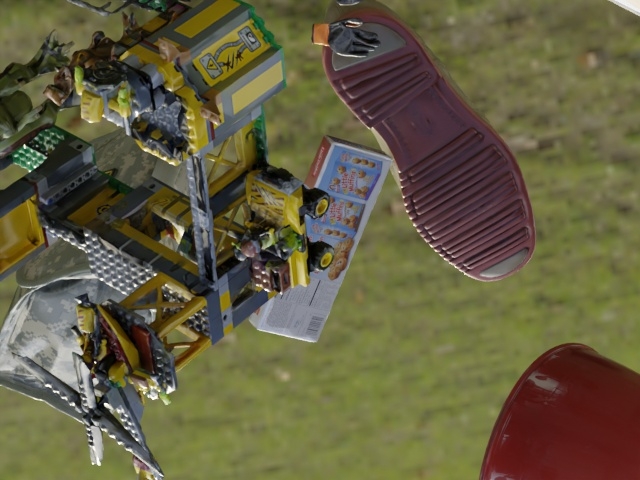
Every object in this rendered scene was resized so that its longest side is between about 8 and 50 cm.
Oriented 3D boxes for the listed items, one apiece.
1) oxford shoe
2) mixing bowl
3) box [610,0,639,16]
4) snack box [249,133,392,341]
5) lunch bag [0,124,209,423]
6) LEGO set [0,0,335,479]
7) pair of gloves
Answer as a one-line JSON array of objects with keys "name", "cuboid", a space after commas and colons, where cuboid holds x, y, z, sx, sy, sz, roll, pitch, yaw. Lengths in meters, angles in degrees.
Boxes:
[{"name": "oxford shoe", "cuboid": [0.115, -0.112, 1.957, 0.123, 0.130, 0.348, -27, 118, 8]}, {"name": "mixing bowl", "cuboid": [0.178, 0.156, 1.135, 0.098, 0.181, 0.181, 8, 177, 37]}, {"name": "box", "cuboid": [0.277, -0.305, 1.705, 0.290, 0.169, 0.087, 24, 161, -11]}, {"name": "snack box", "cuboid": [0.000, 0.000, 1.659, 0.064, 0.178, 0.022, 15, -165, -31]}, {"name": "lunch bag", "cuboid": [-0.221, 0.019, 2.025, 0.169, 0.235, 0.287, 25, 138, -7]}, {"name": "LEGO set", "cuboid": [-0.177, -0.034, 1.008, 0.192, 0.331, 0.255, -39, 149, -33]}, {"name": "pair of gloves", "cuboid": [0.025, -0.211, 1.769, 0.074, 0.083, 0.010, 12, -167, 30]}]
